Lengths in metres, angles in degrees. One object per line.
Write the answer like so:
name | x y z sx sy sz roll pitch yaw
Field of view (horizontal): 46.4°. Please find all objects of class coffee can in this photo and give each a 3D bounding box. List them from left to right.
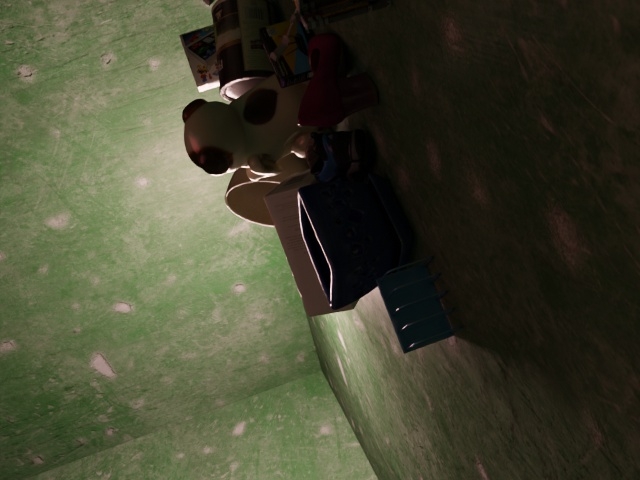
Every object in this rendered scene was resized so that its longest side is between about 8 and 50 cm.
coffee can | -0.224 -0.589 2.305 0.201 0.201 0.276 110 153 -76

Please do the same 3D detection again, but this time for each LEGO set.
LEGO set | -0.006 -0.529 1.278 0.331 0.192 0.255 86 163 -58

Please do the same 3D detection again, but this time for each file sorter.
file sorter | 0.210 0.132 1.578 0.104 0.118 0.170 113 138 -71

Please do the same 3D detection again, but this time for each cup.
cup | -0.152 -0.223 2.585 0.331 0.330 0.237 91 -176 -65

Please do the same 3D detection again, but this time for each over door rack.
over door rack | -0.126 -0.610 1.730 0.239 0.108 0.324 39 149 -1

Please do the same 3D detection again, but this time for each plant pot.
plant pot | 0.084 -0.007 1.742 0.236 0.212 0.236 89 160 -62

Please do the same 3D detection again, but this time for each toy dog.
toy dog | -0.185 -0.313 2.128 0.395 0.407 0.285 114 136 -78

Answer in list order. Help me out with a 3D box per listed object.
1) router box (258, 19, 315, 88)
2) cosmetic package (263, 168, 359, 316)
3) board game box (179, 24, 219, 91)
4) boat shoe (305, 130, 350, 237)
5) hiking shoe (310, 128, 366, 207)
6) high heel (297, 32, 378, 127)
router box | -0.070 -0.493 1.950 0.046 0.133 0.179 87 161 -63
cosmetic package | 0.000 0.000 2.148 0.385 0.156 0.217 68 -155 -17
board game box | -0.285 -0.623 2.440 0.053 0.305 0.193 100 151 -78
boat shoe | 0.052 -0.152 2.012 0.116 0.123 0.325 -88 -17 -63
hiking shoe | 0.043 -0.163 1.854 0.304 0.131 0.113 90 -172 -50
high heel | -0.017 -0.373 1.702 0.377 0.181 0.127 -122 16 -57
